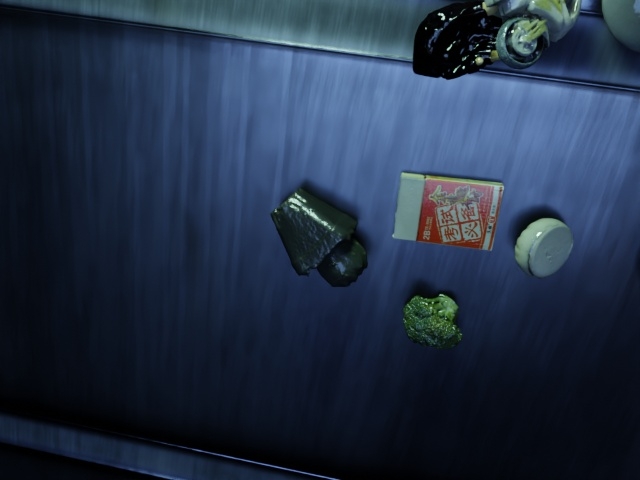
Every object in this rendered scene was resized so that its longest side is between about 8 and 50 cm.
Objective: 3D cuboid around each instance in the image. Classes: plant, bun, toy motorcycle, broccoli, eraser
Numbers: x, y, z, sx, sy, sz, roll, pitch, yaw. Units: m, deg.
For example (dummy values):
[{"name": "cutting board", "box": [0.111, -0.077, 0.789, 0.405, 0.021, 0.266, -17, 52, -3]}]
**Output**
[{"name": "plant", "box": [0.000, 0.000, 1.438, 0.256, 0.142, 0.164, 44, 112, -5]}, {"name": "bun", "box": [0.486, 0.009, 1.379, 0.138, 0.094, 0.138, -13, 120, -23]}, {"name": "toy motorcycle", "box": [0.403, -0.503, 1.149, 0.223, 0.108, 0.340, -16, 98, -13]}, {"name": "broccoli", "box": [0.272, 0.200, 1.482, 0.138, 0.146, 0.162, -40, 85, -9]}, {"name": "eraser", "box": [0.289, -0.066, 1.412, 0.230, 0.038, 0.157, 7, 114, 7]}]

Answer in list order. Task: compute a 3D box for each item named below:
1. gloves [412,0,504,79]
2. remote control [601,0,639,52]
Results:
[{"name": "gloves", "box": [0.299, -0.399, 1.229, 0.204, 0.124, 0.164, 0, 124, -8]}, {"name": "remote control", "box": [0.696, -0.456, 1.136, 0.332, 0.103, 0.221, 4, 109, 10]}]
